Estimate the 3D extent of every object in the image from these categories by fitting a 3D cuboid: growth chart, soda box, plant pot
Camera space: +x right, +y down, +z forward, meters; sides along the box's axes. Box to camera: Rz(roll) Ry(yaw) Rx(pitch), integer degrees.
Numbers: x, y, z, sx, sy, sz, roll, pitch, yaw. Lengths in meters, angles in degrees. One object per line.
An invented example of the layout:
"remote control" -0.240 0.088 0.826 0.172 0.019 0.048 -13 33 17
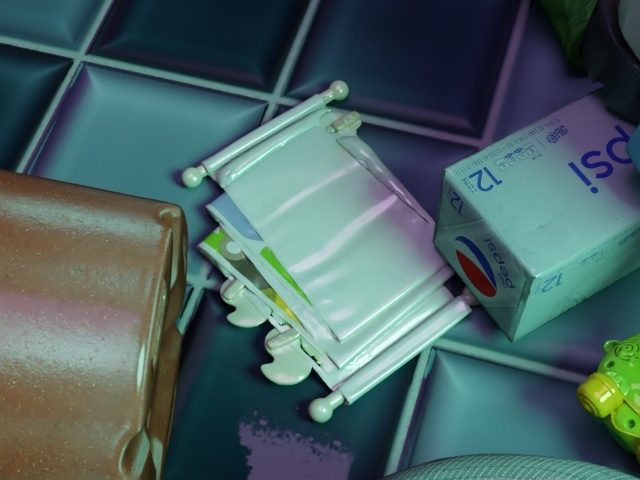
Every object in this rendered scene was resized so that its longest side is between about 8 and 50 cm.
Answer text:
"growth chart" 0.000 0.000 0.789 0.172 0.021 0.237 -27 62 -11
"soda box" 0.220 -0.050 0.754 0.286 0.091 0.098 -28 63 -17
"plant pot" -0.219 0.065 0.641 0.265 0.272 0.272 6 60 -2

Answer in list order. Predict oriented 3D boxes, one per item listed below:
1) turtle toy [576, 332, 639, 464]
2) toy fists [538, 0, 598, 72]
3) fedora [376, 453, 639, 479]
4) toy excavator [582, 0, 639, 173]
"turtle toy" 0.221 0.110 0.684 0.095 0.066 0.130 -35 64 -16
"toy fists" 0.298 -0.224 0.859 0.279 0.096 0.142 -10 59 0
"fedora" 0.083 0.244 0.580 0.275 0.124 0.244 -13 61 -11
"toy excavator" 0.300 -0.018 0.576 0.432 0.222 0.445 -24 70 -14
